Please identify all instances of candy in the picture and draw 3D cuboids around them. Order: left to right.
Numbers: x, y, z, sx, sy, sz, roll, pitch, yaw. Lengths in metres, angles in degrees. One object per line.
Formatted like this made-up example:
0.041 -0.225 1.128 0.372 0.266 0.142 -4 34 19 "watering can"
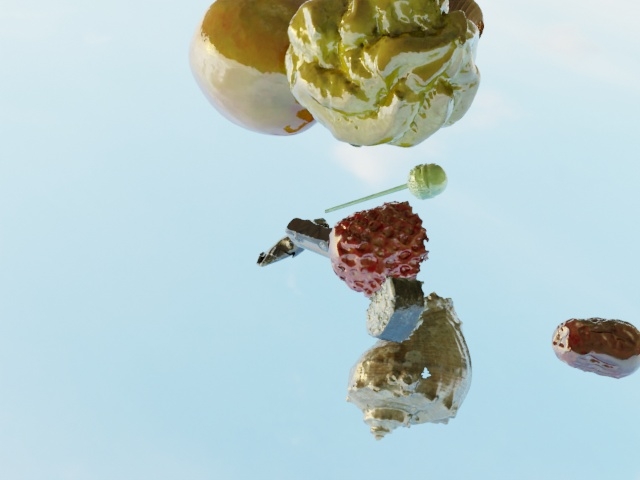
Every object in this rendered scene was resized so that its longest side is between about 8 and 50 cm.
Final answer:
0.153 -0.114 2.128 0.335 0.092 0.093 -15 -142 29 "candy"

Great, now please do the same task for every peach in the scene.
-0.116 -0.363 1.774 0.332 0.307 0.308 8 -157 36 "peach"

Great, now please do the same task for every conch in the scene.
0.233 0.300 1.934 0.297 0.352 0.210 36 179 -33 "conch"

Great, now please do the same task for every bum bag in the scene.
-0.082 0.014 2.462 0.069 0.248 0.102 48 -160 -26 "bum bag"

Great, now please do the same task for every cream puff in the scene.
0.108 -0.322 1.404 0.291 0.257 0.324 -6 -112 -21 "cream puff"

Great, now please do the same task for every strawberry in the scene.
0.092 0.015 1.813 0.178 0.234 0.234 11 -153 -32 "strawberry"

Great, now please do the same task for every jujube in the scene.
0.696 0.263 2.175 0.230 0.155 0.155 12 -151 -19 "jujube"

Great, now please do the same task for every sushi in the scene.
0.138 0.128 1.588 0.078 0.150 0.090 4 -130 -20 "sushi"

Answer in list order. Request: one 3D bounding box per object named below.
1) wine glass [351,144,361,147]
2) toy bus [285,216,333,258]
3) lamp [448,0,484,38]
0.125 -0.307 2.190 0.073 0.073 0.155 31 -117 29 "wine glass"
0.000 0.000 1.979 0.172 0.072 0.057 21 -116 39 "toy bus"
0.277 -0.450 1.824 0.136 0.136 0.136 9 -150 -5 "lamp"
